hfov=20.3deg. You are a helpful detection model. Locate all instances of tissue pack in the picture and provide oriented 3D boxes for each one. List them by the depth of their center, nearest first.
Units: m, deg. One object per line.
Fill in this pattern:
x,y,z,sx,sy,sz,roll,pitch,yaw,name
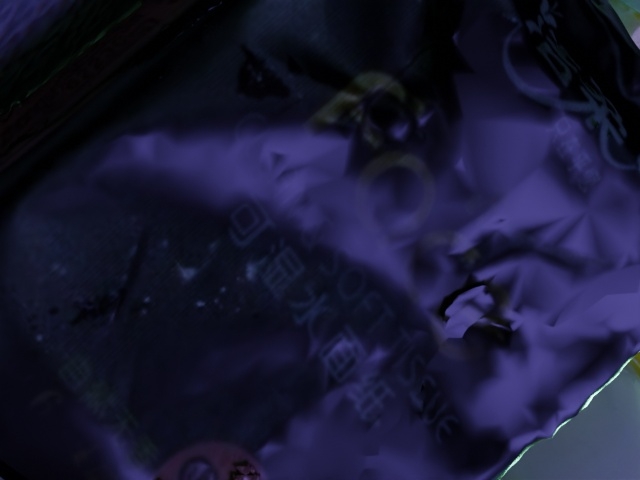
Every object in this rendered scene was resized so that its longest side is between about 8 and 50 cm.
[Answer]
0.000,0.000,0.713,0.332,0.245,0.123,-41,-152,-19,tissue pack

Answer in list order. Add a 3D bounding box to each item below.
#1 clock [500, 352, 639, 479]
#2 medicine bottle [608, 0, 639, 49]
0.042,0.196,1.121,0.376,0.251,0.368,-28,-163,-4,clock
0.103,-0.057,0.873,0.218,0.074,0.074,-57,163,26,medicine bottle
